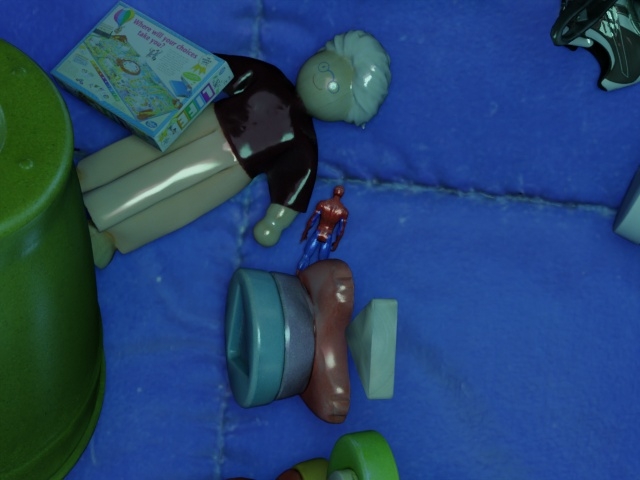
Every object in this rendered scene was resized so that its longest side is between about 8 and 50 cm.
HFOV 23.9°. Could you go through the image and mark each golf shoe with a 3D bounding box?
[{"bbox_3d":[0.259,-0.236,1.460,0.094,0.077,0.198,-33,85,1],"label":"golf shoe"}]

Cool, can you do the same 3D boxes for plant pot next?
[{"bbox_3d":[-0.340,0.013,1.265,0.366,0.353,0.366,9,52,-11],"label":"plant pot"}]

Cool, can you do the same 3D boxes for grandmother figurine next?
[{"bbox_3d":[-0.083,-0.093,1.460,0.342,0.104,0.208,-29,93,4],"label":"grandmother figurine"}]

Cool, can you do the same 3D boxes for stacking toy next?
[{"bbox_3d":[-0.034,0.170,1.341,0.130,0.279,0.309,0,88,-16],"label":"stacking toy"}]

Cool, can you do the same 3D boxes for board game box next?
[{"bbox_3d":[-0.173,-0.160,1.455,0.154,0.026,0.103,33,74,31],"label":"board game box"}]

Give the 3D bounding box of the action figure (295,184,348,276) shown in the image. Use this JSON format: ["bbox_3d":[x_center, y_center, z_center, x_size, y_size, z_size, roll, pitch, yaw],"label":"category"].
[{"bbox_3d":[0.000,0.000,1.485,0.038,0.030,0.115,21,95,-1],"label":"action figure"}]

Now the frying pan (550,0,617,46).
[{"bbox_3d":[0.306,-0.286,1.356,0.053,0.326,0.197,9,107,35],"label":"frying pan"}]

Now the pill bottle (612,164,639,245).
[{"bbox_3d":[0.441,0.011,1.388,0.323,0.181,0.181,27,89,4],"label":"pill bottle"}]
